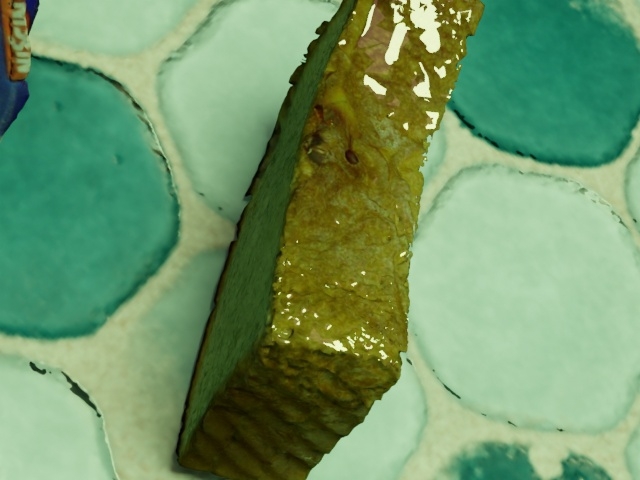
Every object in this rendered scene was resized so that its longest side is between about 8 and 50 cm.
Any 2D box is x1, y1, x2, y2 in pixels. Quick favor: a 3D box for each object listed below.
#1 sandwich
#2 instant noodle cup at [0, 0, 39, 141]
[{"bbox_3d":[0.000,0.000,0.713,0.065,0.186,0.214,20,56,-9],"label":"sandwich"},{"bbox_3d":[-0.217,-0.225,0.710,0.284,0.284,0.312,25,50,-9],"label":"instant noodle cup"}]
